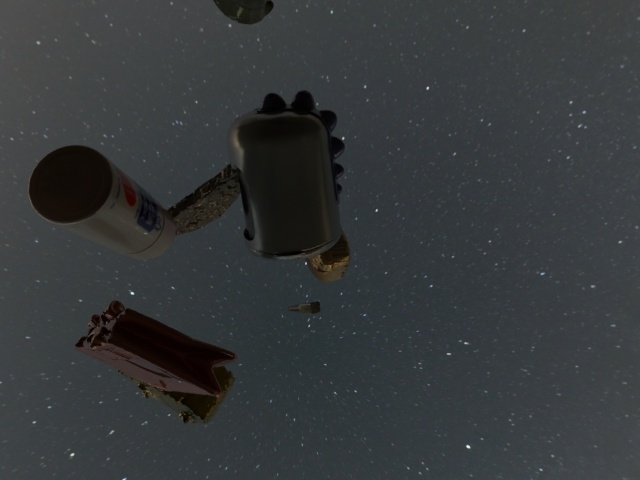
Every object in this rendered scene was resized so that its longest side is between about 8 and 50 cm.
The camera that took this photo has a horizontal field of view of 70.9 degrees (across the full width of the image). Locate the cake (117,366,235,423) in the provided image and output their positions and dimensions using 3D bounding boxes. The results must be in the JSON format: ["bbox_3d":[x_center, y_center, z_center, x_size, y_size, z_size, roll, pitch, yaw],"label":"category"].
[{"bbox_3d":[-0.341,0.309,1.044,0.260,0.179,0.156,51,-131,-26],"label":"cake"}]

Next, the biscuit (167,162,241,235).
[{"bbox_3d":[-0.287,-0.100,1.170,0.290,0.141,0.038,-39,-112,-1],"label":"biscuit"}]

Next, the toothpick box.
[{"bbox_3d":[-0.071,-0.156,1.028,0.264,0.263,0.354,-11,-64,-6],"label":"toothpick box"}]

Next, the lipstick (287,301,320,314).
[{"bbox_3d":[-0.043,0.155,1.028,0.025,0.107,0.025,-6,-95,-39],"label":"lipstick"}]

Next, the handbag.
[{"bbox_3d":[-0.212,0.139,0.560,0.157,0.213,0.059,34,-120,-24],"label":"handbag"}]

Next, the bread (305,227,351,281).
[{"bbox_3d":[0.000,0.000,1.269,0.106,0.139,0.236,-8,-127,-19],"label":"bread"}]

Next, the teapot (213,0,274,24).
[{"bbox_3d":[-0.135,-0.547,0.861,0.203,0.225,0.170,-1,-106,-31],"label":"teapot"}]

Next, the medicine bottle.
[{"bbox_3d":[-0.369,-0.046,0.827,0.131,0.341,0.130,0,-104,0],"label":"medicine bottle"}]
